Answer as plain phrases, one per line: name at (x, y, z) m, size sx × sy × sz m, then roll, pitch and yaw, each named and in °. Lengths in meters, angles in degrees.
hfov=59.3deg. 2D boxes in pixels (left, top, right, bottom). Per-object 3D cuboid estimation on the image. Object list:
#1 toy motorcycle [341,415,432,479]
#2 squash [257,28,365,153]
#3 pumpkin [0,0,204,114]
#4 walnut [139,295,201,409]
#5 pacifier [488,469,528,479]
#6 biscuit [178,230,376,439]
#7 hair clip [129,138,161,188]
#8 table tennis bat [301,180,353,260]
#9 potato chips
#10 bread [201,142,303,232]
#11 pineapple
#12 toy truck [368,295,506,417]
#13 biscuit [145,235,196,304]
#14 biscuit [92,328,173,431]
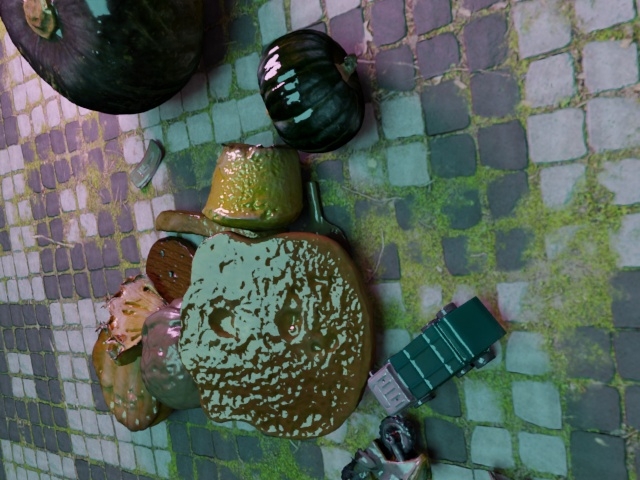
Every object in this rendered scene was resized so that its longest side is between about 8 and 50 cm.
toy motorcycle at (0.122, 0.428, 1.041) m, size 0.130 × 0.094 × 0.229 m, roll 43°, pitch 124°, yaw 21°
squash at (-0.014, -0.254, 0.965) m, size 0.172 × 0.218 × 0.218 m, roll -14°, pitch 89°, yaw 4°
pumpkin at (-0.428, -0.484, 1.143) m, size 0.454 × 0.344 × 0.454 m, roll 17°, pitch 123°, yaw 29°
walnut at (-0.266, 0.235, 1.201) m, size 0.248 × 0.248 × 0.248 m, roll 6°, pitch 100°, yaw 35°
pacifier at (0.316, 0.420, 0.920) m, size 0.078 × 0.081 × 0.099 m, roll -28°, pitch 79°, yaw 6°
biscuit at (-0.079, 0.173, 1.038) m, size 0.365 × 0.062 × 0.385 m, roll 4°, pitch 96°, yaw 6°
hair clip at (-0.426, -0.188, 1.382) m, size 0.054 × 0.022 × 0.137 m, roll 51°, pitch 122°, yaw 17°
table tennis bat at (0.000, 0.000, 1.109) m, size 0.131 × 0.022 × 0.234 m, roll -9°, pitch 93°, yaw 37°
potato chips at (-0.241, -0.031, 1.243) m, size 0.407 × 0.080 × 0.057 m, roll 8°, pitch 91°, yaw 34°
bread at (-0.124, -0.100, 1.075) m, size 0.197 × 0.197 × 0.170 m, roll 5°, pitch 94°, yaw 35°
pineapple at (-0.423, 0.193, 1.326) m, size 0.114 × 0.186 × 0.236 m, roll 111°, pitch 161°, yaw -46°
toy truck at (0.190, 0.197, 0.943) m, size 0.253 × 0.124 × 0.114 m, roll -47°, pitch 68°, yaw 29°
biscuit at (-0.350, 0.091, 1.360) m, size 0.212 × 0.036 × 0.212 m, roll 7°, pitch 102°, yaw 36°
biscuit at (-0.470, 0.334, 1.444) m, size 0.296 × 0.102 × 0.296 m, roll 5°, pitch 99°, yaw 37°
